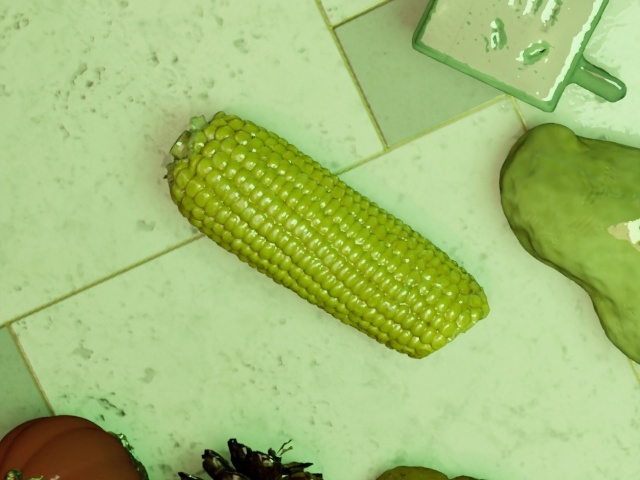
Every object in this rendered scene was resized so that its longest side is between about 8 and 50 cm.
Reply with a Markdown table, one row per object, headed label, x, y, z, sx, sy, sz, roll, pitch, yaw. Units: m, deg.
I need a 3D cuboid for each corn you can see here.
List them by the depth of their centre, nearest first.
| label | x | y | z | sx | sy | sz | roll | pitch | yaw |
| --- | --- | --- | --- | --- | --- | --- | --- | --- | --- |
| corn | 0.000 | 0.000 | 1.591 | 0.387 | 0.144 | 0.144 | 36 | 104 | 3 |

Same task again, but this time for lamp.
| label | x | y | z | sx | sy | sz | roll | pitch | yaw |
| --- | --- | --- | --- | --- | --- | --- | --- | --- | --- |
| lamp | -0.296 | 0.310 | 1.659 | 0.227 | 0.227 | 0.226 | 2 | 100 | 9 |

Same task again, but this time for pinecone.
| label | x | y | z | sx | sy | sz | roll | pitch | yaw |
| --- | --- | --- | --- | --- | --- | --- | --- | --- | --- |
| pinecone | -0.085 | 0.320 | 1.637 | 0.221 | 0.221 | 0.221 | 2 | 100 | 9 |

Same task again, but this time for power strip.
| label | x | y | z | sx | sy | sz | roll | pitch | yaw |
| --- | --- | --- | --- | --- | --- | --- | --- | --- | --- |
| power strip | 0.224 | -0.218 | 1.513 | 0.224 | 0.139 | 0.140 | 26 | 103 | 5 |

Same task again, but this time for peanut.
| label | x | y | z | sx | sy | sz | roll | pitch | yaw |
| --- | --- | --- | --- | --- | --- | --- | --- | --- | --- |
| peanut | 0.349 | 0.025 | 1.526 | 0.387 | 0.169 | 0.192 | 43 | 140 | 6 |

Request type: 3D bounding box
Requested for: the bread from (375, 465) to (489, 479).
| label | x | y | z | sx | sy | sz | roll | pitch | yaw |
| --- | --- | --- | --- | --- | --- | --- | --- | --- | --- |
| bread | 0.148 | 0.386 | 1.640 | 0.247 | 0.135 | 0.232 | 21 | 114 | 4 |
